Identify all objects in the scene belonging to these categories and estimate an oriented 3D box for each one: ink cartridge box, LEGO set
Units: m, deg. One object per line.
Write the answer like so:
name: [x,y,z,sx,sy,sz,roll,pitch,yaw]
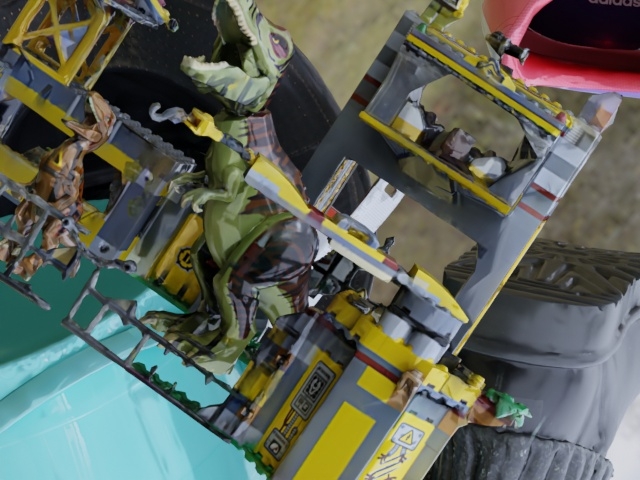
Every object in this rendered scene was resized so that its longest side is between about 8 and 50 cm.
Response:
ink cartridge box: [0.000,0.000,1.062,0.115,0.029,0.063,-51,163,0]
LEGO set: [-0.028,-0.054,0.706,0.192,0.331,0.255,-57,164,6]

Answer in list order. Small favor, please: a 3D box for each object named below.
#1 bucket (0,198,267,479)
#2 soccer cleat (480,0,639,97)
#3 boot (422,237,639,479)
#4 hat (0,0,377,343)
bucket: [-0.164,0.108,1.045,0.281,0.183,0.281,-14,-158,6]
soccer cleat: [0.234,-0.107,0.863,0.116,0.318,0.108,-72,161,-52]
boot: [0.129,0.134,1.112,0.348,0.131,0.260,-14,113,-65]
hat: [-0.119,-0.037,1.208,0.331,0.331,0.134,-53,-168,19]
